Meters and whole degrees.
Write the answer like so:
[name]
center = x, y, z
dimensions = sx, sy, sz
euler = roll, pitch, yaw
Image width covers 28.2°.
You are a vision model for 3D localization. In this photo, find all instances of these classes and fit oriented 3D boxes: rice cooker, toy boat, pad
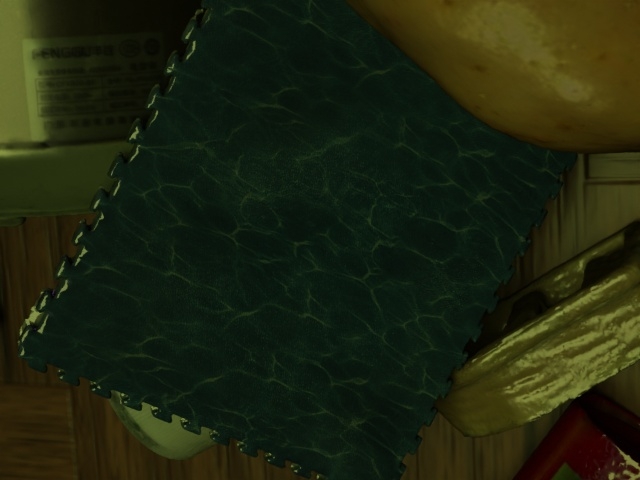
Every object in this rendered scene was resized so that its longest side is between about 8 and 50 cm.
[rice cooker]
center = -0.168, -0.193, 0.785
dimensions = 0.335, 0.335, 0.325
euler = 3, 105, 20
[toy boat]
center = 0.145, 0.069, 0.839
dimensions = 0.188, 0.116, 0.061
euler = -33, 95, 21
[pad]
center = 0.000, 0.000, 0.731
dimensions = 0.269, 0.012, 0.269
euler = 26, 93, -29

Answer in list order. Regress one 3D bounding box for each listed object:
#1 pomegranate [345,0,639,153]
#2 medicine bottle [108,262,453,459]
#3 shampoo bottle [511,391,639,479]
[pomegranate]
center = 0.161, -0.227, 0.635
dimensions = 0.411, 0.411, 0.411
euler = 4, 102, 19
[medicine bottle]
center = -0.023, 0.043, 0.881
dimensions = 0.258, 0.143, 0.143
euler = -31, 89, 23
[shampoo bottle]
center = 0.142, 0.256, 0.896
dimensions = 0.118, 0.076, 0.314
euler = 36, 110, 7
